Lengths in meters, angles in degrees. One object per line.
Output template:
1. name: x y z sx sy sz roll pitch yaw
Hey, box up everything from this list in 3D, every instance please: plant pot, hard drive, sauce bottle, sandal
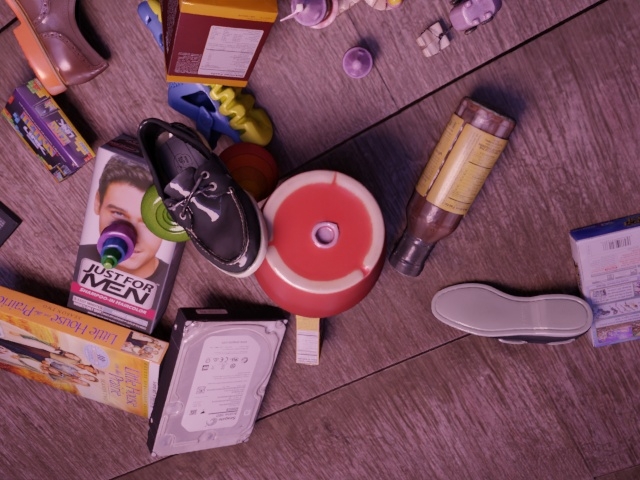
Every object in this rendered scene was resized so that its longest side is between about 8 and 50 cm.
1. plant pot: 0.000 0.000 0.949 0.275 0.243 0.275 0 84 -2
2. hard drive: -0.731 -0.031 1.199 0.135 0.022 0.094 -40 104 20
3. sauce bottle: 0.228 -0.089 1.012 0.111 0.111 0.344 24 116 -4
4. hard drive: -0.224 0.302 1.178 0.237 0.064 0.339 6 113 -35
5. sandal: -0.227 -0.280 0.979 0.138 0.126 0.317 -26 106 23

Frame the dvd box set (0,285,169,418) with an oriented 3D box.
1. dvd box set: -0.551 0.259 1.226 0.420 0.062 0.307 20 138 -2

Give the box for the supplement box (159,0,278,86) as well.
1. supplement box: -0.161 -0.364 0.811 0.129 0.194 0.191 -3 75 -23

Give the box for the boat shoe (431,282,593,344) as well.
1. boat shoe: 0.379 0.159 1.106 0.302 0.114 0.091 8 154 19

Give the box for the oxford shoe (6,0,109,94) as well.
1. oxford shoe: -0.495 -0.450 0.952 0.133 0.130 0.363 -24 111 -10

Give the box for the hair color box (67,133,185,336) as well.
1. hair color box: -0.378 -0.004 1.119 0.185 0.113 0.374 20 114 -4

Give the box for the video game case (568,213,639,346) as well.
1. video game case: 0.642 0.066 1.055 0.269 0.061 0.244 -14 110 13

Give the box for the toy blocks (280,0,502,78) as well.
1. toy blocks: 0.091 -0.394 0.811 0.288 0.260 0.309 -28 107 17

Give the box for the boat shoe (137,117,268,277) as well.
1. boat shoe: -0.199 -0.083 0.852 0.127 0.340 0.113 -39 147 14

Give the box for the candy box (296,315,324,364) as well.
1. candy box: -0.020 0.152 1.148 0.053 0.109 0.186 4 115 5

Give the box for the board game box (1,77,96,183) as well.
1. board game box: -0.523 -0.204 1.047 0.141 0.048 0.170 -13 117 51

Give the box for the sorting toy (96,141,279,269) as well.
1. sorting toy: -0.238 -0.040 0.963 0.365 0.126 0.127 -26 119 6
